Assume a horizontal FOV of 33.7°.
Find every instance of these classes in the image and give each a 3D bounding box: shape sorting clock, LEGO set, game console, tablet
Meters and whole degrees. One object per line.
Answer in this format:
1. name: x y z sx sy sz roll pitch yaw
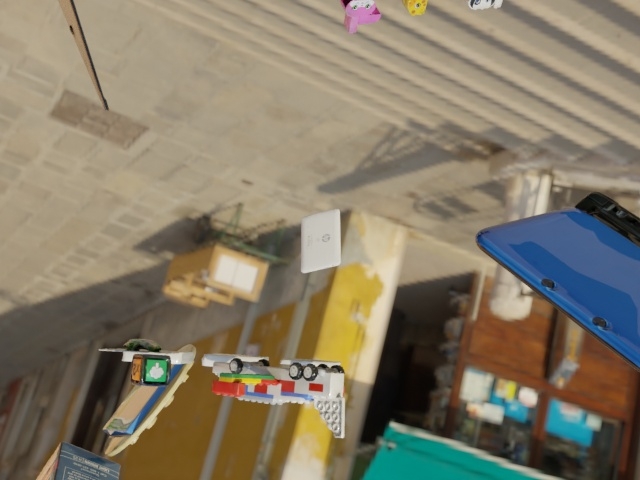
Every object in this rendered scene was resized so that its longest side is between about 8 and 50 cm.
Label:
1. shape sorting clock: -0.256 0.242 1.602 0.040 0.206 0.206 42 152 -16
2. LEGO set: 0.110 -0.301 1.277 0.227 0.087 0.093 -9 138 -19
3. game console: 0.326 0.093 1.063 0.293 0.173 0.250 43 165 41
4. LEGO set: -0.073 0.110 0.816 0.182 0.060 0.244 3 174 0
5. tablet: 0.000 0.000 1.339 0.054 0.083 0.006 -13 147 20

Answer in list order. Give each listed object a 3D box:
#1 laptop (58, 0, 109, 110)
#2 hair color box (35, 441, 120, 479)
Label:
1. laptop: -0.235 -0.434 1.154 0.408 0.382 0.236 -37 154 21
2. hair color box: -0.377 0.462 1.487 0.105 0.174 0.347 27 -160 -18
